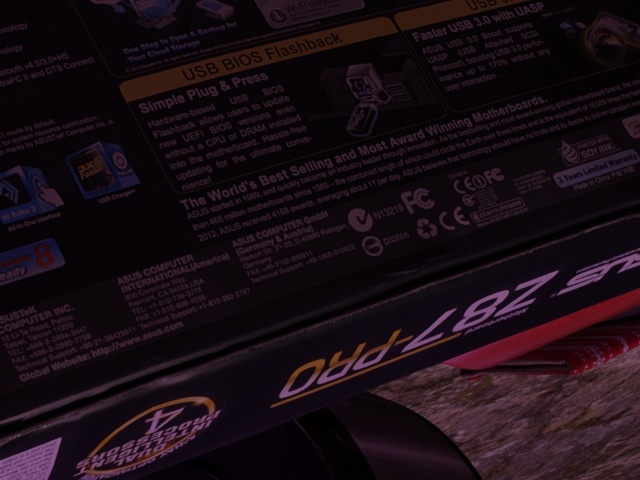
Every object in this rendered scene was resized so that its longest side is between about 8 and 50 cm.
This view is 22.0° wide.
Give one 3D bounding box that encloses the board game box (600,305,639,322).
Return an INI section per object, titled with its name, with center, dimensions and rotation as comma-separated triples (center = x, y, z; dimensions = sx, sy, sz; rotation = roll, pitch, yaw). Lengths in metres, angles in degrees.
[board game box]
center = 0.419, -0.012, 1.551
dimensions = 0.318, 0.066, 0.318
rotation = -14, -175, 30

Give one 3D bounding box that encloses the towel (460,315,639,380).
[towel]
center = 0.283, 0.080, 1.525
dimensions = 0.274, 0.031, 0.199
rotation = -18, -176, -28

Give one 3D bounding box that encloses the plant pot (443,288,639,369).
[plant pot]
center = 0.164, -0.053, 1.121
dimensions = 0.272, 0.272, 0.265
rotation = -5, 157, -49

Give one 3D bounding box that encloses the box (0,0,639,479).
[box]
center = -0.074, -0.080, 0.610
dimensions = 0.394, 0.318, 0.097
rotation = -19, 157, -29

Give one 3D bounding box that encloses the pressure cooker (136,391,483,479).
[pressure cooker]
center = -0.028, 0.296, 1.405
dimensions = 0.375, 0.370, 0.420
rotation = -32, 158, 17
